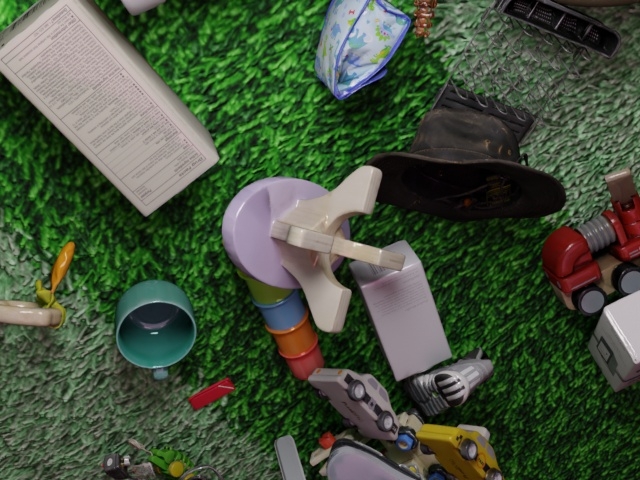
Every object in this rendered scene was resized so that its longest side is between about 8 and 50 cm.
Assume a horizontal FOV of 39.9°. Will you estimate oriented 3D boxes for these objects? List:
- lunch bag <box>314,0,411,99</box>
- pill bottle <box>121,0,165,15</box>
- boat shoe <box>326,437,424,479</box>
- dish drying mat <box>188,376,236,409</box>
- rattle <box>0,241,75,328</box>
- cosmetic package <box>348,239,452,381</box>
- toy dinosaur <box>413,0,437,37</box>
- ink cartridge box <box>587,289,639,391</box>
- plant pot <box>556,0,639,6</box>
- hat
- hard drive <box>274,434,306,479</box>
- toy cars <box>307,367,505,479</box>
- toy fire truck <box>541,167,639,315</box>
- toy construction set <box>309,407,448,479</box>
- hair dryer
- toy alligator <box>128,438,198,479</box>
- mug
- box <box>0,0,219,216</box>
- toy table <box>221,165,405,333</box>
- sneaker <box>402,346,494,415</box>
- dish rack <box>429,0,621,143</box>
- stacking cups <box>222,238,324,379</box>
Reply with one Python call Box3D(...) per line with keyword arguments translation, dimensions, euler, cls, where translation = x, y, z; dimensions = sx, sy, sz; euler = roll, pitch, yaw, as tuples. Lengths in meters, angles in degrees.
Box3D(translation=(0.050, -0.289, 1.290), dimensions=(0.096, 0.129, 0.151), euler=(26, 108, -25), cls="lunch bag")
Box3D(translation=(-0.120, -0.444, 1.118), dimensions=(0.361, 0.204, 0.204), euler=(-27, 121, 1), cls="pill bottle")
Box3D(translation=(0.144, 0.459, 1.582), dimensions=(0.306, 0.105, 0.113), euler=(29, 101, -2), cls="boat shoe")
Box3D(translation=(-0.197, 0.279, 1.600), dimensions=(0.083, 0.008, 0.032), euler=(-28, 122, 1), cls="dish drying mat")
Box3D(translation=(-0.497, 0.069, 1.375), dimensions=(0.199, 0.130, 0.143), euler=(9, 106, 10), cls="rattle")
Box3D(translation=(0.143, 0.126, 1.566), dimensions=(0.117, 0.085, 0.231), euler=(-22, 123, -3), cls="cosmetic package")
Box3D(translation=(0.170, -0.443, 1.187), dimensions=(0.164, 0.218, 0.322), euler=(-14, 116, 8), cls="toy dinosaur")
Box3D(translation=(0.614, 0.164, 1.611), dimensions=(0.198, 0.115, 0.273), euler=(-26, 158, 1), cls="ink cartridge box")
Box3D(translation=(0.393, -0.441, 1.244), dimensions=(0.284, 0.284, 0.191), euler=(21, 147, -24), cls="plant pot")
Box3D(translation=(0.225, -0.130, 1.390), dimensions=(0.331, 0.331, 0.134), euler=(13, 76, -21), cls="hat")
Box3D(translation=(-0.018, 0.551, 1.680), dimensions=(0.040, 0.203, 0.307), euler=(-18, 121, -5), cls="hard drive")
Box3D(translation=(0.163, 0.318, 1.552), dimensions=(0.393, 0.087, 0.176), euler=(27, 149, 6), cls="toy cars")
Box3D(translation=(0.498, -0.014, 1.558), dimensions=(0.217, 0.158, 0.246), euler=(-26, 109, 0), cls="toy fire truck")
Box3D(translation=(0.144, 0.445, 1.712), dimensions=(0.215, 0.151, 0.327), euler=(-33, 116, 33), cls="toy construction set")
Box3D(translation=(-0.273, 0.504, 1.617), dimensions=(0.223, 0.080, 0.293), euler=(5, 135, 15), cls="hair dryer")
Box3D(translation=(-0.277, 0.405, 1.626), dimensions=(0.190, 0.056, 0.051), euler=(52, 54, -29), cls="toy alligator")
Box3D(translation=(-0.279, 0.140, 1.452), dimensions=(0.129, 0.097, 0.158), euler=(25, 109, -26), cls="mug")
Box3D(translation=(-0.298, -0.199, 1.250), dimensions=(0.148, 0.121, 0.311), euler=(-36, 120, 6), cls="box")
Box3D(translation=(0.000, 0.000, 1.351), dimensions=(0.274, 0.161, 0.252), euler=(-4, 105, -48), cls="toy table")
Box3D(translation=(0.248, 0.253, 1.613), dimensions=(0.132, 0.228, 0.086), euler=(-28, 89, -22), cls="sneaker")
Box3D(translation=(0.307, -0.257, 1.383), dimensions=(0.208, 0.074, 0.271), euler=(16, 127, -20), cls="dish rack")
Box3D(translation=(-0.065, 0.103, 1.503), dimensions=(0.096, 0.096, 0.316), euler=(-24, 126, -1), cls="stacking cups")
